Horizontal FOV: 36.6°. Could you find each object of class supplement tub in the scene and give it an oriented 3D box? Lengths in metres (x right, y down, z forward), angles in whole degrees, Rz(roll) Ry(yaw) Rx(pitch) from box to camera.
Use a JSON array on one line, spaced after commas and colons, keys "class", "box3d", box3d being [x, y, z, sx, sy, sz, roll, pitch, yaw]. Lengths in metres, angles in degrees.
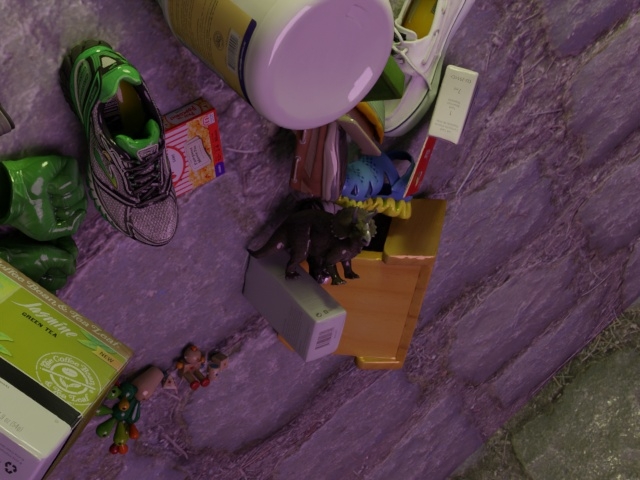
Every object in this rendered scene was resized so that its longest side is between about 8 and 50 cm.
[{"class": "supplement tub", "box3d": [-0.081, -0.336, 1.393, 0.241, 0.331, 0.241, -27, 141, -24]}]

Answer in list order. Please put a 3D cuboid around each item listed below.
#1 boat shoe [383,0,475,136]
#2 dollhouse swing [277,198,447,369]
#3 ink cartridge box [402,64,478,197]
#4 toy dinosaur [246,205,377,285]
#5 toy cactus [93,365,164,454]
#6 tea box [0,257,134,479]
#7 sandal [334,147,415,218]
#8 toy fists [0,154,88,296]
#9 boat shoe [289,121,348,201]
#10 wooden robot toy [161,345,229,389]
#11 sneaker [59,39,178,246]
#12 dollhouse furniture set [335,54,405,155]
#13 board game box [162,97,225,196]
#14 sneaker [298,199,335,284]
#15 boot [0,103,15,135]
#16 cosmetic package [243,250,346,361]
[{"class": "boat shoe", "box3d": [0.163, -0.368, 1.785, 0.156, 0.136, 0.367, 6, 118, -49]}, {"class": "dollhouse swing", "box3d": [0.091, 0.083, 2.229, 0.315, 0.305, 0.347, -71, 173, -52]}, {"class": "ink cartridge box", "box3d": [0.247, -0.205, 1.920, 0.296, 0.066, 0.261, -29, 137, -78]}, {"class": "toy dinosaur", "box3d": [0.000, 0.000, 1.900, 0.121, 0.313, 0.160, -11, 104, -51]}, {"class": "toy cactus", "box3d": [-0.395, 0.327, 1.960, 0.180, 0.112, 0.219, -48, 147, -31]}, {"class": "tea box", "box3d": [-0.503, 0.210, 1.392, 0.220, 0.329, 0.323, -54, -177, 22]}, {"class": "sandal", "box3d": [0.092, -0.131, 1.977, 0.317, 0.126, 0.138, 2, 113, -53]}, {"class": "toy fists", "box3d": [-0.448, -0.013, 1.546, 0.142, 0.096, 0.279, -11, 131, -40]}, {"class": "boat shoe", "box3d": [-0.010, -0.227, 1.753, 0.123, 0.116, 0.324, -57, 152, -68]}, {"class": "wooden robot toy", "box3d": [-0.259, 0.259, 2.041, 0.173, 0.076, 0.079, -11, 121, -40]}, {"class": "sneaker", "box3d": [-0.295, -0.127, 1.484, 0.134, 0.146, 0.343, -30, 127, -19]}, {"class": "dollhouse furniture set", "box3d": [0.092, -0.287, 1.608, 0.301, 0.151, 0.197, 41, 51, -58]}, {"class": "board game box", "box3d": [-0.262, -0.139, 1.652, 0.193, 0.045, 0.147, -29, 141, -22]}, {"class": "sneaker", "box3d": [-0.020, 0.002, 1.988, 0.077, 0.072, 0.178, 5, 79, -29]}, {"class": "boot", "box3d": [-0.503, -0.123, 1.397, 0.161, 0.083, 0.246, -40, 147, -18]}, {"class": "cosmetic package", "box3d": [-0.056, 0.126, 1.969, 0.085, 0.231, 0.117, -16, 137, -35]}]
